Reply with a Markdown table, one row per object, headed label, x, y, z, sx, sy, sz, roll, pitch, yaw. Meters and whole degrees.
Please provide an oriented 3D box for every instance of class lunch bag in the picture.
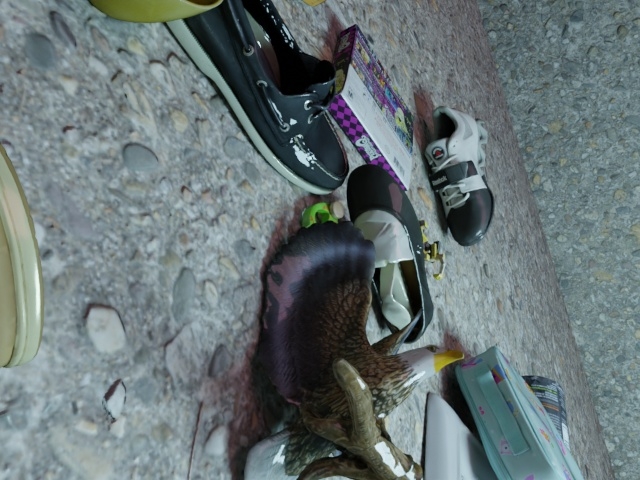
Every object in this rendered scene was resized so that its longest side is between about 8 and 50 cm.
| label | x | y | z | sx | sy | sz | roll | pitch | yaw |
| --- | --- | --- | --- | --- | --- | --- | --- | --- | --- |
| lunch bag | 0.344 | 0.335 | 0.923 | 0.224 | 0.108 | 0.279 | 42 | 21 | -37 |

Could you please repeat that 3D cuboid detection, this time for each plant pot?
| label | x | y | z | sx | sy | sz | roll | pitch | yaw |
| --- | --- | --- | --- | --- | --- | --- | --- | --- | --- |
| plant pot | -0.166 | -0.254 | 0.472 | 0.134 | 0.095 | 0.134 | 33 | 49 | -47 |

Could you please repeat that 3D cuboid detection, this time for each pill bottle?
| label | x | y | z | sx | sy | sz | roll | pitch | yaw |
| --- | --- | --- | --- | --- | --- | --- | --- | --- | --- |
| pill bottle | 0.453 | 0.421 | 1.096 | 0.130 | 0.131 | 0.245 | 52 | 38 | -32 |

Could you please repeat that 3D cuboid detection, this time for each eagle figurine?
| label | x | y | z | sx | sy | sz | roll | pitch | yaw |
| --- | --- | --- | --- | --- | --- | --- | --- | --- | --- |
| eagle figurine | 0.040 | 0.138 | 0.568 | 0.298 | 0.225 | 0.226 | -107 | -151 | -65 |

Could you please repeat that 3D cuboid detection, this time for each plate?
| label | x | y | z | sx | sy | sz | roll | pitch | yaw |
| --- | --- | --- | --- | --- | --- | --- | --- | --- | --- |
| plate | 0.245 | 0.428 | 0.833 | 0.278 | 0.045 | 0.277 | 50 | 35 | -30 |

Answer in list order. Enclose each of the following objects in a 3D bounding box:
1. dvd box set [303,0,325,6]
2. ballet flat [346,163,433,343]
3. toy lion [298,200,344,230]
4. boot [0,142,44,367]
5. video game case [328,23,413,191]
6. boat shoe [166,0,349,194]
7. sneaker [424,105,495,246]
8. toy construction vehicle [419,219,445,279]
| label | x | y | z | sx | sy | sz | roll | pitch | yaw |
| --- | --- | --- | --- | --- | --- | --- | --- | --- | --- |
| dvd box set | -0.115 | -0.505 | 0.656 | 0.420 | 0.062 | 0.307 | -18 | 90 | -66 |
| ballet flat | 0.103 | 0.030 | 0.736 | 0.280 | 0.095 | 0.096 | 67 | 28 | -23 |
| toy lion | 0.000 | 0.000 | 0.681 | 0.096 | 0.034 | 0.100 | -5 | 80 | -51 |
| boot | -0.256 | -0.025 | 0.228 | 0.203 | 0.095 | 0.261 | -29 | 115 | -49 |
| video game case | 0.096 | -0.230 | 0.925 | 0.232 | 0.042 | 0.210 | 46 | 40 | -37 |
| boat shoe | -0.039 | -0.191 | 0.626 | 0.340 | 0.113 | 0.127 | 52 | 36 | -31 |
| sneaker | 0.286 | -0.147 | 1.140 | 0.146 | 0.122 | 0.330 | 19 | 59 | -32 |
| toy construction vehicle | 0.207 | 0.016 | 0.991 | 0.086 | 0.035 | 0.098 | 42 | 43 | -41 |
